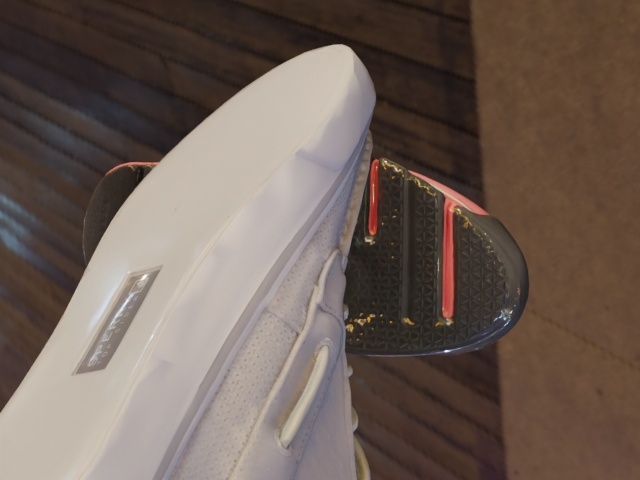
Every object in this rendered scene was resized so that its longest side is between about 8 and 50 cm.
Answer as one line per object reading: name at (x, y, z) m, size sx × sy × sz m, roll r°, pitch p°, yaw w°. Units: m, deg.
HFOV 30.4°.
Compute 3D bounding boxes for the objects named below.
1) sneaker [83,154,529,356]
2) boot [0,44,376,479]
sneaker at (0.000, -0.001, 0.752) m, size 0.314 × 0.136 × 0.115 m, roll 9°, pitch 93°, yaw 34°
boot at (-0.026, 0.049, 0.434) m, size 0.095 × 0.258 × 0.123 m, roll -8°, pitch 131°, yaw 42°
